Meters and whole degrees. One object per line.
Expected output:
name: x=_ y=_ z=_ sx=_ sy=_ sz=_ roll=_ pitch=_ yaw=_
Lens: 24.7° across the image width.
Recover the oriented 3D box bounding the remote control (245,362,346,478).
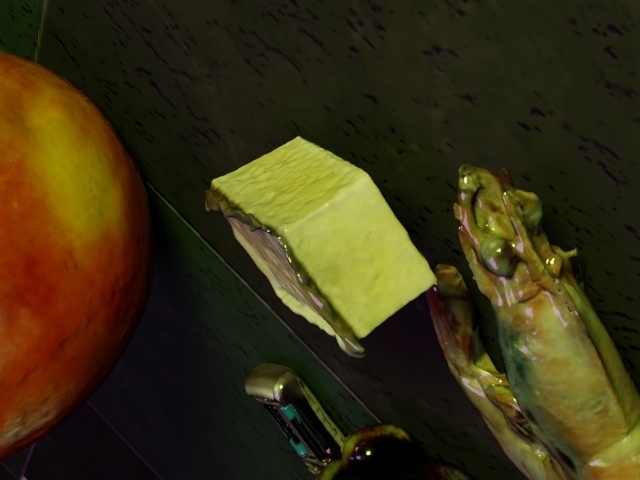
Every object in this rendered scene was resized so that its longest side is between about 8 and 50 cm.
remote control: x=0.022 y=0.166 z=0.961 sx=0.212 sy=0.028 sz=0.059 roll=55 pitch=153 yaw=-17

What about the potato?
potato: x=0.001 y=0.000 z=0.680 sx=0.086 sy=0.061 sz=0.122 roll=54 pitch=172 yaw=-20

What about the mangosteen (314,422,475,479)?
mangosteen: x=0.039 y=0.173 z=0.849 sx=0.137 sy=0.137 sz=0.151 roll=80 pitch=173 yaw=-49

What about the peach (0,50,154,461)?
peach: x=-0.234 y=0.017 z=0.867 sx=0.281 sy=0.281 sz=0.238 roll=34 pitch=153 yaw=28

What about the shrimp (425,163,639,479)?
shrimp: x=0.088 y=0.051 z=0.661 sx=0.143 sy=0.052 sz=0.251 roll=32 pitch=151 yaw=45
